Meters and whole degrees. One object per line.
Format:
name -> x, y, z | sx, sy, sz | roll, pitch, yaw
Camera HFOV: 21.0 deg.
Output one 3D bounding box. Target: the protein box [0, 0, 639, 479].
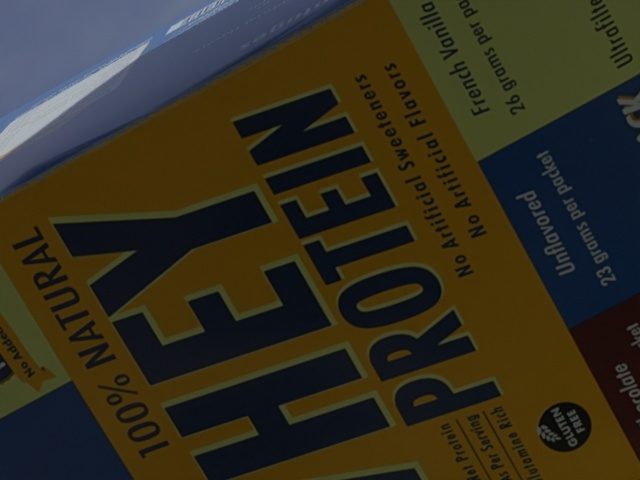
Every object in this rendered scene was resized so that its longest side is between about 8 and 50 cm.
protein box -> 0.000, 0.000, 0.483 | 0.199, 0.136, 0.201 | -28, 13, 7
